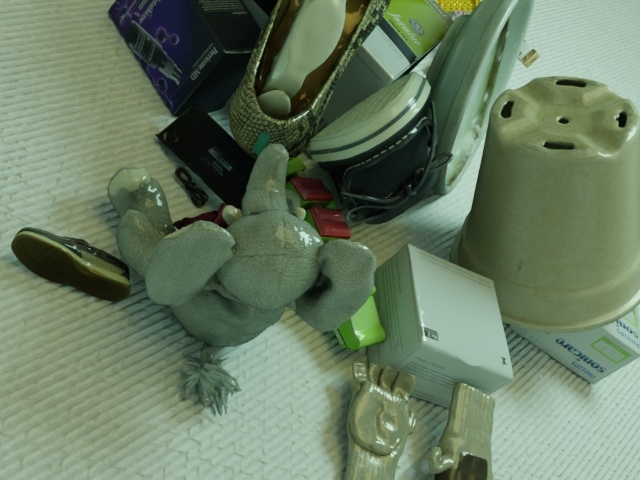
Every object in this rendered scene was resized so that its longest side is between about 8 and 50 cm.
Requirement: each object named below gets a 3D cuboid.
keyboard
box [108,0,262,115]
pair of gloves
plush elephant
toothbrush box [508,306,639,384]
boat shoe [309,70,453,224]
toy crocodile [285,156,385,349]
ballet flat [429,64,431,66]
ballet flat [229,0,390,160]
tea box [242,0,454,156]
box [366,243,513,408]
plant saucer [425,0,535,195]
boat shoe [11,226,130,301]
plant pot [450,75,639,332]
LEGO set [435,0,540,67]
[{"bbox_3d":[-0.154,-0.100,1.375,0.180,0.023,0.108,44,71,9],"label":"keyboard"},{"bbox_3d":[-0.194,-0.313,1.444,0.108,0.153,0.207,-18,71,-50],"label":"box"},{"bbox_3d":[0.135,0.279,1.311,0.240,0.042,0.204,19,61,-23],"label":"pair of gloves"},{"bbox_3d":[-0.088,0.010,1.151,0.272,0.255,0.330,12,57,-28],"label":"plush elephant"},{"bbox_3d":[0.456,0.081,1.755,0.206,0.122,0.283,34,41,-16],"label":"toothbrush box"},{"bbox_3d":[0.091,-0.115,1.377,0.156,0.187,0.500,57,-1,2],"label":"boat shoe"},{"bbox_3d":[0.000,0.000,1.396,0.115,0.105,0.340,-3,60,-45],"label":"toy crocodile"},{"bbox_3d":[0.279,-0.372,2.036,0.052,0.057,0.168,55,37,-7],"label":"ballet flat"},{"bbox_3d":[0.014,-0.335,1.349,0.164,0.182,0.483,24,74,-7],"label":"ballet flat"},{"bbox_3d":[0.004,-0.370,1.632,0.329,0.220,0.323,47,38,-1],"label":"tea box"},{"bbox_3d":[0.168,0.131,1.433,0.181,0.119,0.182,23,44,-29],"label":"box"},{"bbox_3d":[0.253,-0.277,1.701,0.100,0.400,0.400,24,36,13],"label":"plant saucer"},{"bbox_3d":[-0.291,0.023,1.143,0.152,0.056,0.049,34,34,-32],"label":"boat shoe"},{"bbox_3d":[0.376,-0.077,1.546,0.334,0.305,0.334,-3,41,3],"label":"plant pot"},{"bbox_3d":[0.325,-0.423,2.013,0.287,0.107,0.132,21,63,17],"label":"LEGO set"}]
